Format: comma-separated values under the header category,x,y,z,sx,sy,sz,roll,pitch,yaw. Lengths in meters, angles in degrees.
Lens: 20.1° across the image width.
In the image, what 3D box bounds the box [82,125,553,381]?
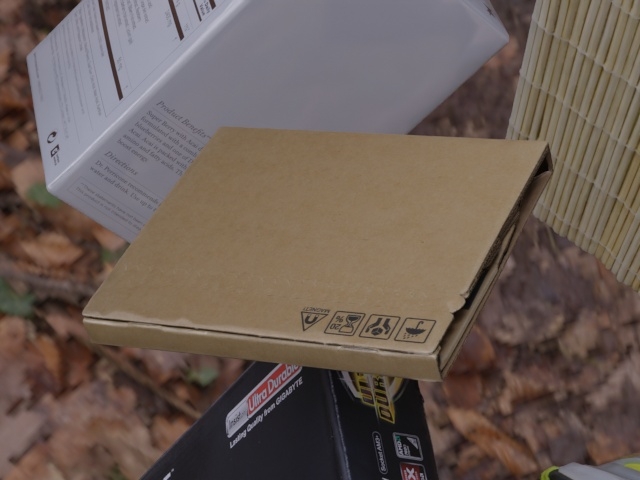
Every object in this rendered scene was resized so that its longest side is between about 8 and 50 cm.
category,x,y,z,sx,sy,sz,roll,pitch,yaw
box,0.000,0.000,0.923,0.201,0.021,0.164,4,42,29

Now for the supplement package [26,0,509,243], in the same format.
category,x,y,z,sx,sy,sz,roll,pitch,yaw
supplement package,-0.045,-0.138,1.296,0.293,0.177,0.175,-41,37,19

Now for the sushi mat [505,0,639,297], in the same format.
category,x,y,z,sx,sy,sz,roll,pitch,yaw
sushi mat,0.185,-0.065,1.120,0.151,0.316,0.019,37,70,15

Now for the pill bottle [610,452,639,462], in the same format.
category,x,y,z,sx,sy,sz,roll,pitch,yaw
pill bottle,0.257,0.212,1.365,0.103,0.184,0.103,0,84,2

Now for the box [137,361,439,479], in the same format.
category,x,y,z,sx,sy,sz,roll,pitch,yaw
box,-0.029,0.232,0.997,0.295,0.073,0.293,-45,45,43

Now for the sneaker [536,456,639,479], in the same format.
category,x,y,z,sx,sy,sz,roll,pitch,yaw
sneaker,0.260,0.204,0.961,0.147,0.145,0.384,-13,25,-20
